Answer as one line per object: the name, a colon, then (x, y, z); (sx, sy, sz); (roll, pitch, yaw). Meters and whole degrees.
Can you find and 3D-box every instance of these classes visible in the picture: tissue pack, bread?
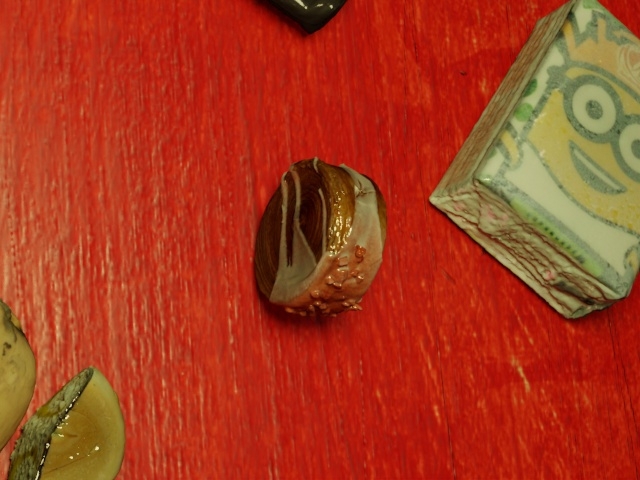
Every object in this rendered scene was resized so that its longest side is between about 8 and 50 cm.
tissue pack: (0.301, -0.101, 1.553); (0.228, 0.128, 0.311); (40, 62, -14)
bread: (0.000, 0.000, 1.355); (0.073, 0.160, 0.160); (15, 71, -34)
bread: (-0.227, 0.194, 1.231); (0.094, 0.083, 0.157); (18, 72, -26)

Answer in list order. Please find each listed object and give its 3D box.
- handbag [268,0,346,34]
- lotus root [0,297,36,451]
handbag: (-0.038, -0.367, 1.471); (0.223, 0.080, 0.247); (34, 60, -8)
lotus root: (-0.371, 0.161, 1.125); (0.183, 0.183, 0.310); (41, 74, -13)
